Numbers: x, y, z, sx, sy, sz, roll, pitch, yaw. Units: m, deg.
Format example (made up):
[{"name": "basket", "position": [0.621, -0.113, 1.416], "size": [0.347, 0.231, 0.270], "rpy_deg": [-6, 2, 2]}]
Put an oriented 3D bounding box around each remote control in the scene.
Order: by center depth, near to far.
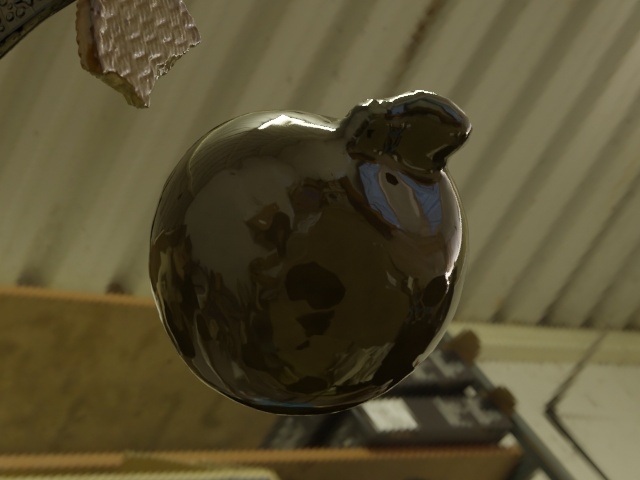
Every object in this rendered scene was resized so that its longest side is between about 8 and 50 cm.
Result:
[{"name": "remote control", "position": [-0.264, -0.207, 1.254], "size": [0.212, 0.059, 0.028], "rpy_deg": [-34, -30, 15]}]

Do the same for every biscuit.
[{"name": "biscuit", "position": [-0.190, -0.214, 1.484], "size": [0.031, 0.176, 0.228], "rpy_deg": [-13, -13, 23]}]

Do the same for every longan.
[{"name": "longan", "position": [0.000, 0.000, 0.446], "size": [0.106, 0.106, 0.119], "rpy_deg": [13, -56, -48]}]
